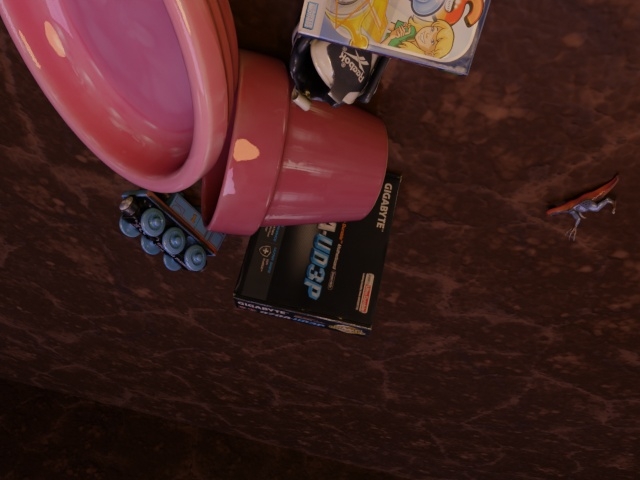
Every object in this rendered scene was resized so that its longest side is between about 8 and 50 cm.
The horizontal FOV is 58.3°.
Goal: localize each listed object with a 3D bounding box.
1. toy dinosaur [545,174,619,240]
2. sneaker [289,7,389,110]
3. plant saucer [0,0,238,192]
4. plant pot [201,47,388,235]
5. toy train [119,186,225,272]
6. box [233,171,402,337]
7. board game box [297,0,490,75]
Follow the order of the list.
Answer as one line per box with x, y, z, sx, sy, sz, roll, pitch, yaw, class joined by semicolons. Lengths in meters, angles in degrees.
0.332;-0.048;0.733;0.082;0.047;0.090;8;114;26;toy dinosaur
0.051;-0.191;0.501;0.235;0.153;0.094;-18;137;40;sneaker
-0.192;-0.206;0.538;0.332;0.084;0.332;31;142;27;plant saucer
-0.030;-0.097;0.657;0.180;0.201;0.201;9;150;-19;plant pot
-0.234;-0.025;0.907;0.080;0.105;0.184;-2;145;37;toy train
0.000;0.000;0.748;0.175;0.220;0.051;13;157;3;box
0.072;-0.238;0.422;0.136;0.035;0.201;14;106;0;board game box
